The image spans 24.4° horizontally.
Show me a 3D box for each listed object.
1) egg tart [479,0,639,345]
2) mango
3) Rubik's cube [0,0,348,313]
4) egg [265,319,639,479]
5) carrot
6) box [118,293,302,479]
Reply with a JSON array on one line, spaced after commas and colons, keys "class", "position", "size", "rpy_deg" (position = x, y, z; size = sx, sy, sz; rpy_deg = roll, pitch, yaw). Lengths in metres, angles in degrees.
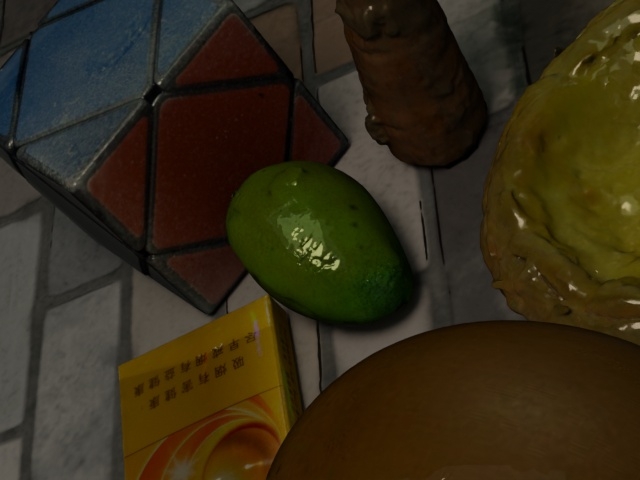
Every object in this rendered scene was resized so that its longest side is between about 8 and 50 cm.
[{"class": "egg tart", "position": [0.273, -0.045, 0.993], "size": [0.345, 0.132, 0.345], "rpy_deg": [-19, 48, 22]}, {"class": "mango", "position": [0.000, 0.000, 1.176], "size": [0.119, 0.100, 0.178], "rpy_deg": [-41, 55, -14]}, {"class": "Rubik's cube", "position": [-0.143, -0.096, 1.278], "size": [0.205, 0.207, 0.205], "rpy_deg": [30, 79, 44]}, {"class": "egg", "position": [0.125, 0.189, 0.808], "size": [0.351, 0.282, 0.282], "rpy_deg": [15, 67, 40]}, {"class": "carrot", "position": [0.060, -0.173, 1.158], "size": [0.102, 0.263, 0.101], "rpy_deg": [-12, 48, 14]}, {"class": "box", "position": [-0.079, 0.178, 1.136], "size": [0.152, 0.043, 0.269], "rpy_deg": [-26, 46, 17]}]
